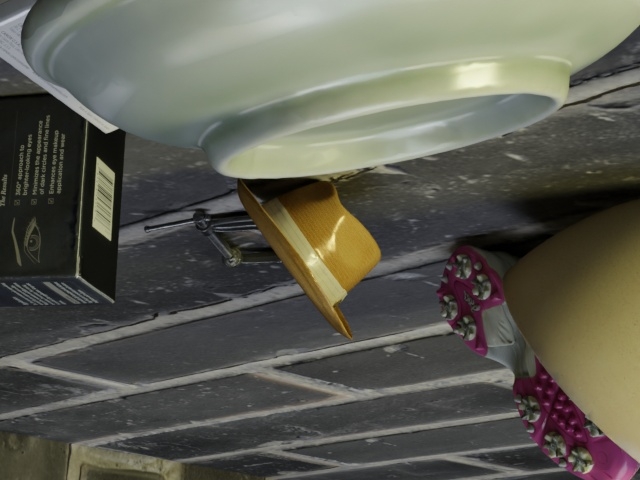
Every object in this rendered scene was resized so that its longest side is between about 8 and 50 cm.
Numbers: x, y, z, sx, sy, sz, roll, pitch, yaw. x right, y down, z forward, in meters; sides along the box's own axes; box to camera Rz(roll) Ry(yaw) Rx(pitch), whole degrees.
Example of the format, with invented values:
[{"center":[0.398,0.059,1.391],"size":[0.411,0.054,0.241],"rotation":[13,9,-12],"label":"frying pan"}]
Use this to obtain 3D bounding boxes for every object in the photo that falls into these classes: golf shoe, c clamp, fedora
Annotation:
[{"center":[0.245,0.113,1.492],"size":[0.140,0.306,0.115],"rotation":[-3,134,-35],"label":"golf shoe"},{"center":[-0.086,-0.002,1.528],"size":[0.137,0.022,0.161],"rotation":[-9,159,16],"label":"c clamp"},{"center":[0.000,0.000,1.363],"size":[0.079,0.194,0.194],"rotation":[-36,158,0],"label":"fedora"}]

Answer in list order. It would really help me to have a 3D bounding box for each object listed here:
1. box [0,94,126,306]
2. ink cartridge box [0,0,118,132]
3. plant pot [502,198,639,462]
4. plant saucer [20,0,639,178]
[{"center":[-0.251,-0.030,1.224],"size":[0.158,0.156,0.093],"rotation":[-2,163,12],"label":"box"},{"center":[-0.097,-0.162,1.004],"size":[0.224,0.056,0.181],"rotation":[-23,156,13],"label":"ink cartridge box"},{"center":[0.334,0.065,1.361],"size":[0.284,0.284,0.191],"rotation":[20,120,-45],"label":"plant pot"},{"center":[0.032,-0.107,0.873],"size":[0.400,0.101,0.400],"rotation":[-11,174,-1],"label":"plant saucer"}]
